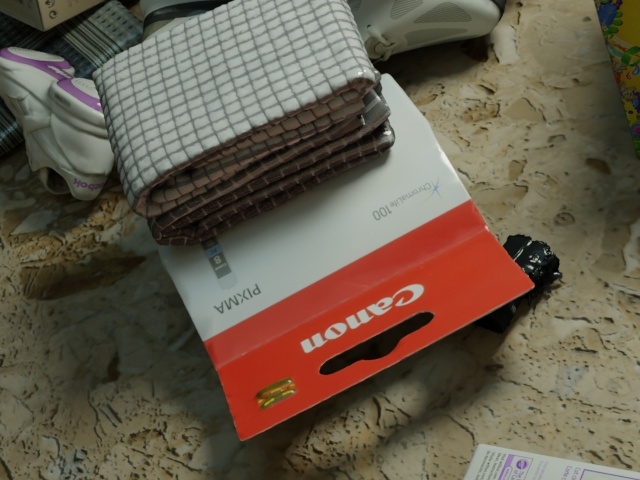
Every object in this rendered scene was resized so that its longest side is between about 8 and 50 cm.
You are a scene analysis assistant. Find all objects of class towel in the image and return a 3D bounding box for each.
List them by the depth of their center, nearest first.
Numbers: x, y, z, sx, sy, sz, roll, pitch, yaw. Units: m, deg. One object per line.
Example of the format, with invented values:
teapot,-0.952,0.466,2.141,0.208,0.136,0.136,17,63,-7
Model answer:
towel,-0.077,-0.140,1.432,0.284,0.121,0.235,-26,44,4
towel,-0.413,-0.254,1.946,0.312,0.056,0.324,-39,45,-8

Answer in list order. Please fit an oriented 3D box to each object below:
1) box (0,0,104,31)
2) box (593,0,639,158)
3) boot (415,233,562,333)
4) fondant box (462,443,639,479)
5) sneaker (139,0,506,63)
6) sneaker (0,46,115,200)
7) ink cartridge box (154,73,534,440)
box,-0.311,-0.422,1.933,0.311,0.121,0.148,-33,44,-30
box,0.381,-0.284,1.374,0.177,0.279,0.290,-4,47,25
boot,0.164,0.032,1.349,0.121,0.045,0.099,24,62,39
fondant box,0.233,0.294,1.014,0.330,0.096,0.238,5,51,33
sneaker,-0.008,-0.185,1.614,0.448,0.169,0.257,-3,66,17
sneaker,-0.344,-0.148,1.722,0.305,0.114,0.152,35,114,48
ink cartridge box,0.000,0.000,1.386,0.308,0.091,0.385,-28,29,-1
